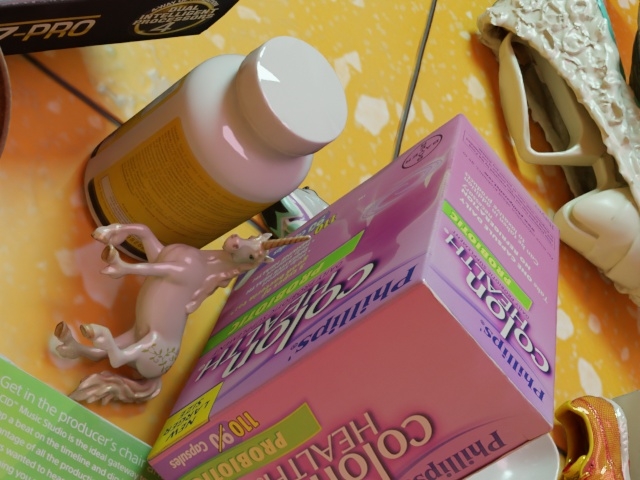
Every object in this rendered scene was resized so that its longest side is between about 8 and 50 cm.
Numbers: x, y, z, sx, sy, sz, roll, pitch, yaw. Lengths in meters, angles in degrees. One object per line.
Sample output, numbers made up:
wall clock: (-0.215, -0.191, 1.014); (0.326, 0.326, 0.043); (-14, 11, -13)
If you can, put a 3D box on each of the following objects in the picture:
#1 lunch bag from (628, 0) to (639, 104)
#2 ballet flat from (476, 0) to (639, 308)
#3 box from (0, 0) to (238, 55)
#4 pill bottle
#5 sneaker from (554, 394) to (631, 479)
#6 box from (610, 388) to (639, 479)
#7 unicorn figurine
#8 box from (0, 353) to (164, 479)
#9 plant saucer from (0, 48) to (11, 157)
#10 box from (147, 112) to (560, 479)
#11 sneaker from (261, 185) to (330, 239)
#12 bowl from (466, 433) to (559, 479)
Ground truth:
lunch bag: (0.431, -0.154, 1.261); (0.256, 0.212, 0.305); (45, -7, 23)
ballet flat: (0.267, -0.075, 1.233); (0.147, 0.147, 0.409); (-11, 74, -47)
box: (-0.247, -0.311, 0.788); (0.318, 0.097, 0.395); (-12, 81, -33)
pill bottle: (-0.070, -0.060, 0.826); (0.103, 0.184, 0.103); (22, 55, -35)
sneaker: (0.244, 0.224, 1.088); (0.067, 0.064, 0.175); (-2, 64, -24)
box: (0.349, 0.266, 1.119); (0.094, 0.113, 0.275); (18, 58, -38)
unicorn figurine: (-0.100, 0.035, 0.803); (0.111, 0.162, 0.060); (20, 19, -36)
box: (-0.153, 0.252, 0.675); (0.232, 0.058, 0.322); (37, 48, -25)
plant saucer: (-0.267, -0.066, 0.669); (0.198, 0.198, 0.036); (6, 26, -43)
box: (0.033, 0.061, 0.797); (0.117, 0.213, 0.243); (48, 26, -15)
sneaker: (0.000, 0.000, 0.971); (0.069, 0.038, 0.098); (-14, 79, -47)
bowl: (0.119, 0.173, 0.985); (0.142, 0.053, 0.142); (50, 43, -11)
